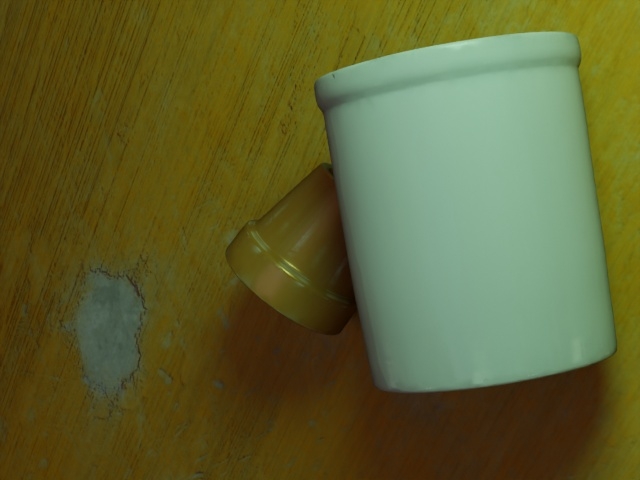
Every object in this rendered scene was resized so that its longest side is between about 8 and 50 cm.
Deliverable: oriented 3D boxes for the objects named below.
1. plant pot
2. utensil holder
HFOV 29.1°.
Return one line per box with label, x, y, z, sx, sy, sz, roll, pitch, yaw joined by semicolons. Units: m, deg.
plant pot;0.000;0.000;1.761;0.205;0.205;0.188;44;106;29
utensil holder;0.184;-0.032;1.507;0.328;0.328;0.385;-9;91;41
